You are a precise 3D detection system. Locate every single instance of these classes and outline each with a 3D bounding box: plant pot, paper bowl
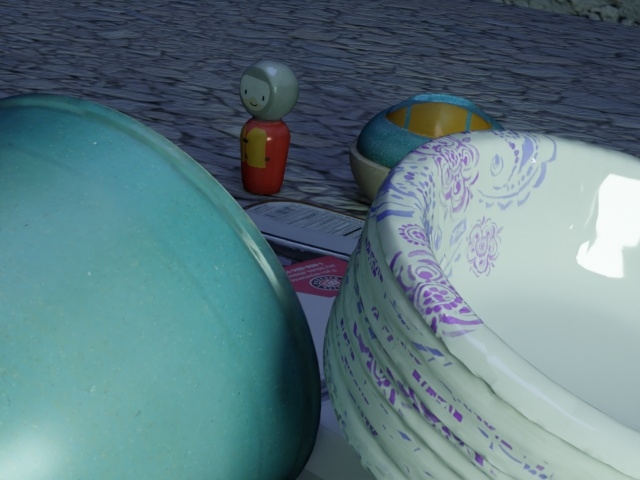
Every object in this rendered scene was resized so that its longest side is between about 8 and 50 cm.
[{"bbox_3d":[-0.180,0.103,0.650,0.271,0.272,0.255,16,37,27],"label":"plant pot"},{"bbox_3d":[0.139,0.079,0.633,0.284,0.148,0.284,15,30,-9],"label":"paper bowl"}]

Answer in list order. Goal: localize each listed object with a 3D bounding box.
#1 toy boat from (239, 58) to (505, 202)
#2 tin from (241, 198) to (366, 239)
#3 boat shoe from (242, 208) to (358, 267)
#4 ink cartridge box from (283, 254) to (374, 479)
[{"bbox_3d":[0.065,-0.114,1.462,0.318,0.148,0.267,6,17,1],"label":"toy boat"},{"bbox_3d":[0.000,0.000,1.299,0.189,0.040,0.106,17,26,29],"label":"tin"},{"bbox_3d":[-0.071,0.046,1.041,0.306,0.113,0.105,15,36,-7],"label":"boat shoe"},{"bbox_3d":[0.032,0.120,0.834,0.207,0.117,0.283,-13,27,-44],"label":"ink cartridge box"}]
